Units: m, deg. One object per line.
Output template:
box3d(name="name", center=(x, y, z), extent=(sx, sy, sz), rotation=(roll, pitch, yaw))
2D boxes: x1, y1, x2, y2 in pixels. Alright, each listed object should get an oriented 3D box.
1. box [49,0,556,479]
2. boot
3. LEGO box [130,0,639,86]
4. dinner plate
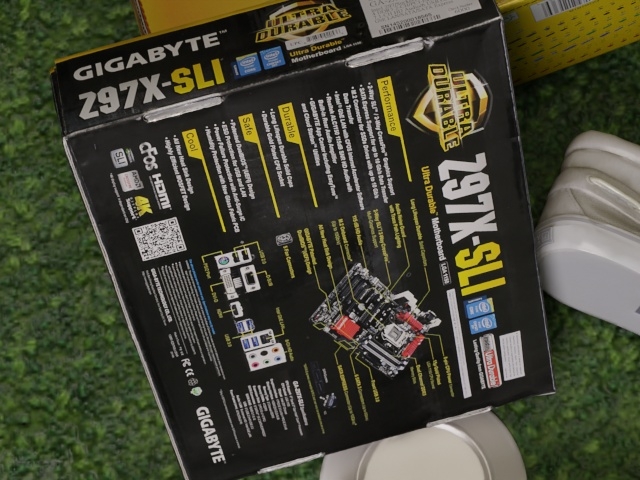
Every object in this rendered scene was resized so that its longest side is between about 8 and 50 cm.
box3d(name="box", center=(0.000, 0.000, 1.169), extent=(0.257, 0.322, 0.079), rotation=(-17, 43, -2))
box3d(name="boot", center=(0.268, 0.017, 1.262), extent=(0.258, 0.095, 0.123), rotation=(28, 56, -9))
box3d(name="LEGO box", center=(0.096, -0.303, 1.246), extent=(0.500, 0.193, 0.372), rotation=(-20, 77, 9))
box3d(name="dinner plate", center=(0.069, 0.167, 1.275), extent=(0.141, 0.017, 0.141), rotation=(-1, 79, 3))
